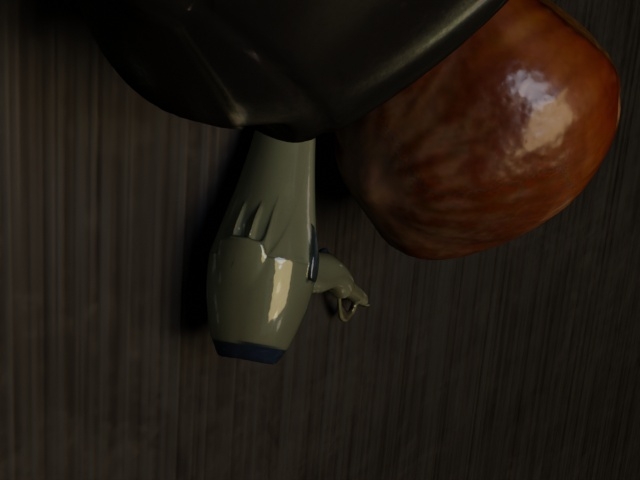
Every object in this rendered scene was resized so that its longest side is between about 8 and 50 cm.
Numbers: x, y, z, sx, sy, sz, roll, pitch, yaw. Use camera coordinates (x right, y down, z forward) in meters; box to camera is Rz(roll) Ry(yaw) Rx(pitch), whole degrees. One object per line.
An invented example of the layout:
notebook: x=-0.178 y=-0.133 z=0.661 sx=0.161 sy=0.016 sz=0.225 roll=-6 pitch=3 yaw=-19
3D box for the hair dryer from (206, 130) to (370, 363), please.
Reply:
hair dryer: x=-0.001 y=-0.019 z=0.761 sx=0.199 sy=0.067 sz=0.167 roll=-13 pitch=111 yaw=-63

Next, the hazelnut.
hazelnut: x=0.092 y=-0.076 z=0.743 sx=0.182 sy=0.182 sz=0.182 roll=-28 pitch=128 yaw=-45

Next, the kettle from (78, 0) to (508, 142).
kettle: x=0.009 y=-0.203 z=0.514 sx=0.324 sy=0.228 sz=0.321 roll=-57 pitch=158 yaw=-7
